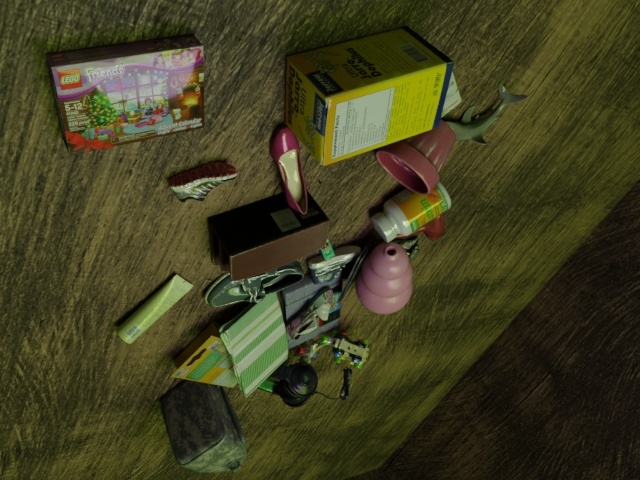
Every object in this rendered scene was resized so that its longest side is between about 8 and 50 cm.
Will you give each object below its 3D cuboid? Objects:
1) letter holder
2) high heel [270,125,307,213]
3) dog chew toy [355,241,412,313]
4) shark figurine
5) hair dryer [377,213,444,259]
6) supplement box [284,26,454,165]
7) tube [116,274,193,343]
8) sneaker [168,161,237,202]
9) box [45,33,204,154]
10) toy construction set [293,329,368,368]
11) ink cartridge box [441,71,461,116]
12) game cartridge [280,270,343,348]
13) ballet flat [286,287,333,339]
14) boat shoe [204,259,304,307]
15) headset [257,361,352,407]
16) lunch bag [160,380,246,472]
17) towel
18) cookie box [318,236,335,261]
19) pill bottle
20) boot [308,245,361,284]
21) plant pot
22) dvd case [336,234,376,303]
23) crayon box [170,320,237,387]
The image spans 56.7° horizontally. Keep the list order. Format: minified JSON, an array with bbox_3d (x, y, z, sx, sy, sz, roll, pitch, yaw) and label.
[{"bbox_3d":[-0.148,0.011,1.691,0.302,0.152,0.214,-21,144,-22],"label":"letter holder"},{"bbox_3d":[-0.072,-0.181,1.560,0.082,0.117,0.244,-21,143,-22],"label":"high heel"},{"bbox_3d":[0.228,0.120,2.063,0.206,0.206,0.332,-26,152,-15],"label":"dog chew toy"},{"bbox_3d":[0.515,-0.360,1.874,0.278,0.116,0.166,-29,146,-8],"label":"shark figurine"},{"bbox_3d":[0.355,-0.032,2.141,0.223,0.080,0.293,5,127,-44],"label":"hair dryer"},{"bbox_3d":[0.112,-0.358,1.448,0.356,0.195,0.194,-21,142,-23],"label":"supplement box"},{"bbox_3d":[-0.477,0.195,1.704,0.240,0.062,0.070,-42,-171,-1],"label":"tube"},{"bbox_3d":[-0.287,-0.140,1.470,0.170,0.063,0.075,-19,142,-16],"label":"sneaker"},{"bbox_3d":[-0.383,-0.296,1.206,0.293,0.057,0.201,-18,141,-25],"label":"box"},{"bbox_3d":[0.061,0.426,2.350,0.328,0.215,0.151,9,86,-40],"label":"toy construction set"},{"bbox_3d":[0.335,-0.423,1.689,0.099,0.056,0.135,-38,145,2],"label":"ink cartridge box"},{"bbox_3d":[-0.030,0.244,2.148,0.230,0.068,0.355,-19,142,-17],"label":"game cartridge"},{"bbox_3d":[-0.024,0.264,2.057,0.221,0.079,0.077,-44,144,10],"label":"ballet flat"},{"bbox_3d":[-0.199,0.136,1.834,0.319,0.099,0.116,-23,143,-19],"label":"boat shoe"},{"bbox_3d":[-0.079,0.525,2.261,0.394,0.185,0.243,15,151,-3],"label":"headset"},{"bbox_3d":[-0.395,0.654,2.096,0.212,0.305,0.256,-33,142,-1],"label":"lunch bag"},{"bbox_3d":[-0.212,0.346,2.003,0.248,0.038,0.325,-39,134,-33],"label":"towel"},{"bbox_3d":[0.000,0.000,1.857,0.040,0.092,0.107,-31,145,-4],"label":"cookie box"},{"bbox_3d":[0.294,-0.100,1.957,0.246,0.136,0.136,-33,145,-5],"label":"pill bottle"},{"bbox_3d":[0.051,0.082,2.001,0.190,0.069,0.086,-17,117,-14],"label":"boot"},{"bbox_3d":[0.292,-0.264,1.736,0.180,0.201,0.201,-52,146,-6],"label":"plant pot"},{"bbox_3d":[0.124,0.101,2.072,0.164,0.018,0.221,-52,168,-53],"label":"dvd case"},{"bbox_3d":[-0.346,0.388,2.014,0.203,0.083,0.323,-44,146,10],"label":"crayon box"}]
